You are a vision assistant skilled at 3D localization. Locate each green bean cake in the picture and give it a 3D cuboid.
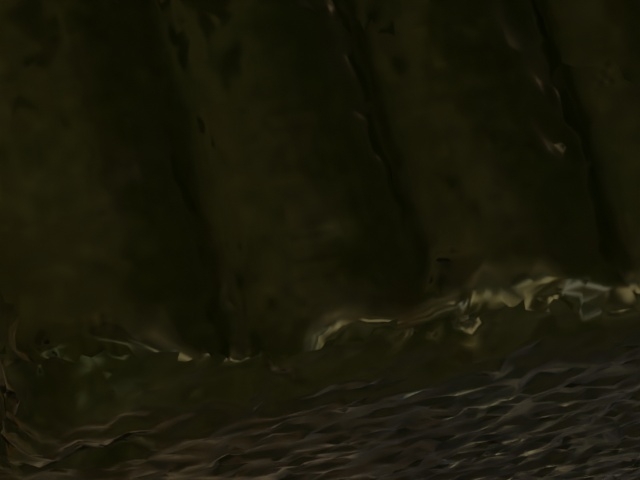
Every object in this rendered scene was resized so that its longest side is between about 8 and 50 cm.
[{"bbox_3d":[0.000,0.000,0.507,0.247,0.250,0.156,-8,-112,-20],"label":"green bean cake"}]
